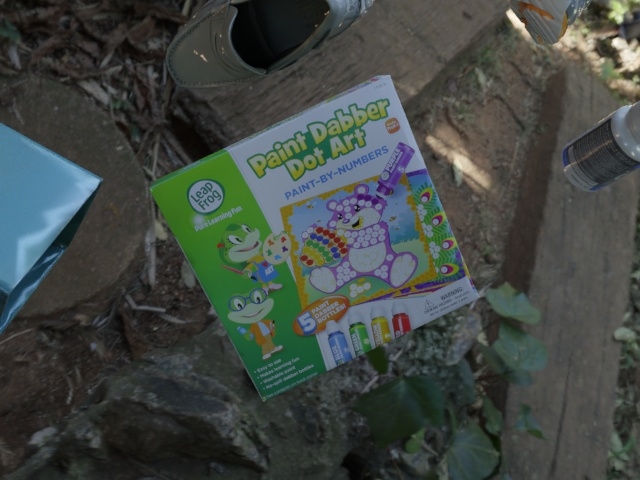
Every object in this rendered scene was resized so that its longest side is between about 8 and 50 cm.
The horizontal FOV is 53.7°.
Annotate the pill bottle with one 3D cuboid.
[{"bbox_3d":[0.381,-0.122,0.805,0.078,0.137,0.078,7,68,-19],"label":"pill bottle"}]

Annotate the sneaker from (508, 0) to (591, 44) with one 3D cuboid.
[{"bbox_3d":[0.252,-0.266,0.678,0.084,0.083,0.215,53,21,-6],"label":"sneaker"}]

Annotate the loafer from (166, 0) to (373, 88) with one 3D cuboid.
[{"bbox_3d":[-0.085,-0.250,0.758,0.112,0.319,0.111,58,43,-21],"label":"loafer"}]

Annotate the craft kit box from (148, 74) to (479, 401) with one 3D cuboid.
[{"bbox_3d":[0.000,0.000,0.632,0.250,0.061,0.247,-26,103,-2],"label":"craft kit box"}]

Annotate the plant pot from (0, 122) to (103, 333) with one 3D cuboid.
[{"bbox_3d":[-0.386,-0.034,0.643,0.234,0.165,0.166,34,47,-14],"label":"plant pot"}]
